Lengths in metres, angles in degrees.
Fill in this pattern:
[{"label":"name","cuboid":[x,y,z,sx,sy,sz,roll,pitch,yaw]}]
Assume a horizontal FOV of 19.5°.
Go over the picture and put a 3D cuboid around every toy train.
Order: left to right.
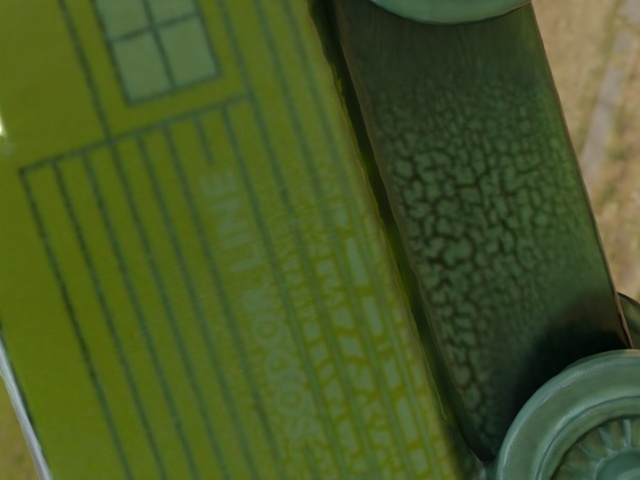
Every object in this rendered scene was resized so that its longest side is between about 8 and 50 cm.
[{"label":"toy train","cuboid":[0.000,0.000,0.729,0.179,0.272,0.442,-115,7,-80]}]
